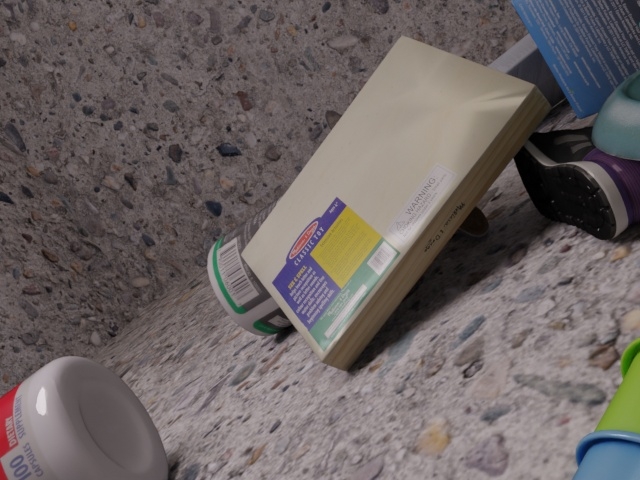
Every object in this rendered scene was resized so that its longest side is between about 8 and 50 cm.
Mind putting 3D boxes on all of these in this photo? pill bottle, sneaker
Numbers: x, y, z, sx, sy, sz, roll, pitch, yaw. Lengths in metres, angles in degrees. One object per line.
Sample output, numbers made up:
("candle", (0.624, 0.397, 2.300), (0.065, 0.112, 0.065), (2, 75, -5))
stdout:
("pill bottle", (0.000, 0.000, 1.042), (0.361, 0.204, 0.204), (-32, 11, 23))
("sneaker", (0.214, -0.023, 0.913), (0.042, 0.067, 0.118), (-35, 39, -8))
("pill bottle", (-0.421, 0.352, 0.778), (0.407, 0.229, 0.229), (-37, 10, 2))
("sneaker", (0.317, -0.083, 0.698), (0.124, 0.107, 0.283), (-26, 18, 5))

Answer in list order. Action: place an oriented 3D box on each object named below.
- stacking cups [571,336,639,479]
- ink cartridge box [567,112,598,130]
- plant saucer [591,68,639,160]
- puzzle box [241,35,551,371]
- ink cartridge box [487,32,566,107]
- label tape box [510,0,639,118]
("stacking cups", (0.135, 0.136, 0.272), (0.316, 0.096, 0.096), (-43, 11, -25))
("ink cartridge box", (0.391, -0.155, 0.923), (0.083, 0.028, 0.048), (-42, 12, -30))
("plant saucer", (0.414, -0.156, 0.561), (0.317, 0.044, 0.318), (-21, 18, 7))
("puzzle box", (0.073, -0.066, 0.819), (0.409, 0.052, 0.272), (-53, 41, 8))
("ink cartridge box", (0.399, -0.301, 1.166), (0.224, 0.045, 0.223), (-37, -30, -7))
("label tape box", (0.485, -0.352, 0.906), (0.106, 0.241, 0.333), (-39, 11, -26))
